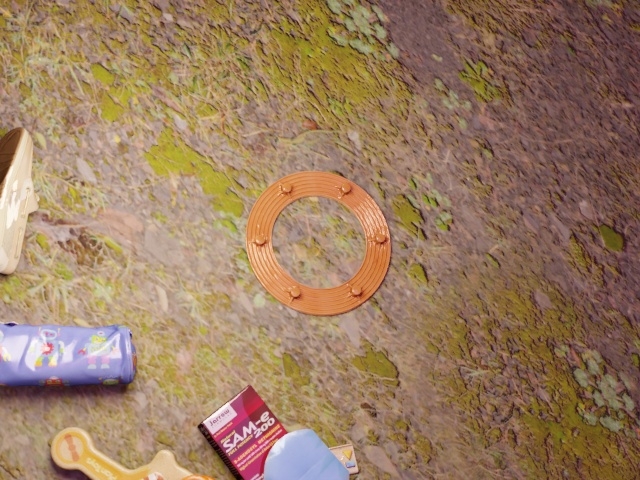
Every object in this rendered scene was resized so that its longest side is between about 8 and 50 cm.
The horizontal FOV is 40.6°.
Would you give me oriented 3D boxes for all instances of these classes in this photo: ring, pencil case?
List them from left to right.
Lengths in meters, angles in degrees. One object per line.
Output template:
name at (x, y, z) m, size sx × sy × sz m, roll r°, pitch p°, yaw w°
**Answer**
pencil case at (-0.512, 0.219, 1.681) m, size 0.306 × 0.119 × 0.133 m, roll 2°, pitch 62°, yaw -14°
ring at (0.000, 0.000, 1.929) m, size 0.337 × 0.032 × 0.336 m, roll 4°, pitch 72°, yaw -13°

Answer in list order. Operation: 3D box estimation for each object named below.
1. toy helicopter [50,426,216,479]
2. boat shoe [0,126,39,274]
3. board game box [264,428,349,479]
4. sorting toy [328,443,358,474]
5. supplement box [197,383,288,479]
toy helicopter at (-0.373, 0.489, 1.651) m, size 0.355 × 0.140 × 0.235 m, roll 32°, pitch 77°, yaw 8°
boat shoe at (-0.630, -0.081, 1.760) m, size 0.098 × 0.109 × 0.302 m, roll 29°, pitch 61°, yaw -48°
board game box at (-0.030, 0.460, 1.704) m, size 0.133 × 0.033 × 0.168 m, roll -41°, pitch 83°, yaw -18°
sorting toy at (0.035, 0.462, 1.807) m, size 0.083 × 0.012 × 0.062 m, roll -7°, pitch 76°, yaw -17°
supplement box at (-0.123, 0.426, 1.744) m, size 0.130 × 0.073 × 0.239 m, roll -37°, pitch 85°, yaw -23°
